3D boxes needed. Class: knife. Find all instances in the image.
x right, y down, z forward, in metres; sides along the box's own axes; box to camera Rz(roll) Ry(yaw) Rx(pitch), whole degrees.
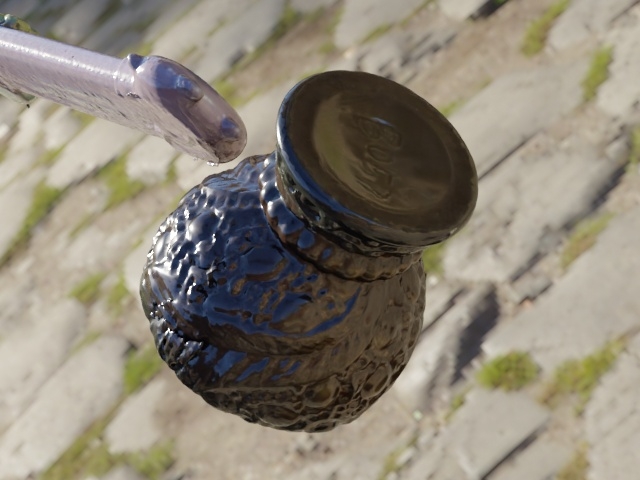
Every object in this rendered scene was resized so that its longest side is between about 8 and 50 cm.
[{"bbox_3d":[-0.165,-0.112,1.130,0.399,0.132,0.038,22,74,51],"label":"knife"}]

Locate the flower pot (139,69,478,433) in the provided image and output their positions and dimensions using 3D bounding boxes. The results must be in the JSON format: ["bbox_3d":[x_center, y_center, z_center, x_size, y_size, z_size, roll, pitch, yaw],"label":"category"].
[{"bbox_3d":[0.000,0.000,1.555,0.267,0.267,0.266,-56,10,41],"label":"flower pot"}]
